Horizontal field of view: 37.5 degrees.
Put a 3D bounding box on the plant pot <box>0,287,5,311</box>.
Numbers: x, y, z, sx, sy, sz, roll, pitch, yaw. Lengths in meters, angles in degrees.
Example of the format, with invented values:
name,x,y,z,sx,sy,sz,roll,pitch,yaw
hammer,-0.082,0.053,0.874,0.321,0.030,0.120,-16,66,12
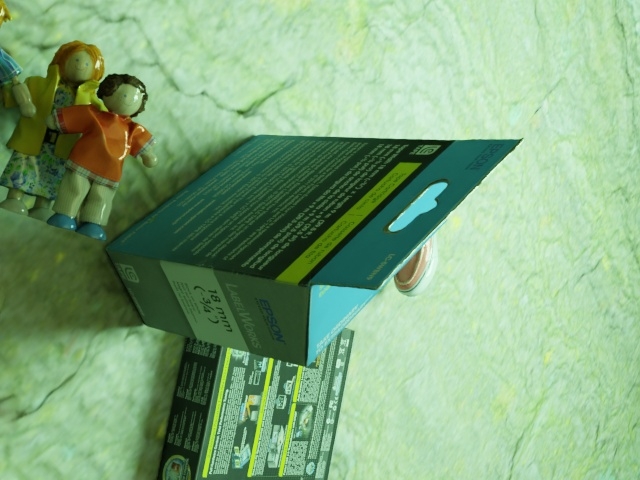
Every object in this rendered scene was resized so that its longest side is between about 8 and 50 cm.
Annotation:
name,x,y,z,sx,sy,sz,roll,pitch,yaw
plant pot,-0.310,0.044,0.719,0.096,0.109,0.109,-54,133,-45

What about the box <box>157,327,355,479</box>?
name,x,y,z,sx,sy,sz,roll,pitch,yaw
box,-0.071,0.214,1.043,0.216,0.060,0.270,15,84,-48

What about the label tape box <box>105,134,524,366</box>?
name,x,y,z,sx,sy,sz,roll,pitch,yaw
label tape box,0.000,0.000,0.883,0.240,0.334,0.106,-42,125,-36

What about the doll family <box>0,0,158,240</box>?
name,x,y,z,sx,sy,sz,roll,pitch,yaw
doll family,-0.262,-0.112,0.760,0.263,0.118,0.163,19,88,-30

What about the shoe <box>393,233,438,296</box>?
name,x,y,z,sx,sy,sz,roll,pitch,yaw
shoe,0.113,-0.022,1.218,0.081,0.063,0.178,29,68,-45
